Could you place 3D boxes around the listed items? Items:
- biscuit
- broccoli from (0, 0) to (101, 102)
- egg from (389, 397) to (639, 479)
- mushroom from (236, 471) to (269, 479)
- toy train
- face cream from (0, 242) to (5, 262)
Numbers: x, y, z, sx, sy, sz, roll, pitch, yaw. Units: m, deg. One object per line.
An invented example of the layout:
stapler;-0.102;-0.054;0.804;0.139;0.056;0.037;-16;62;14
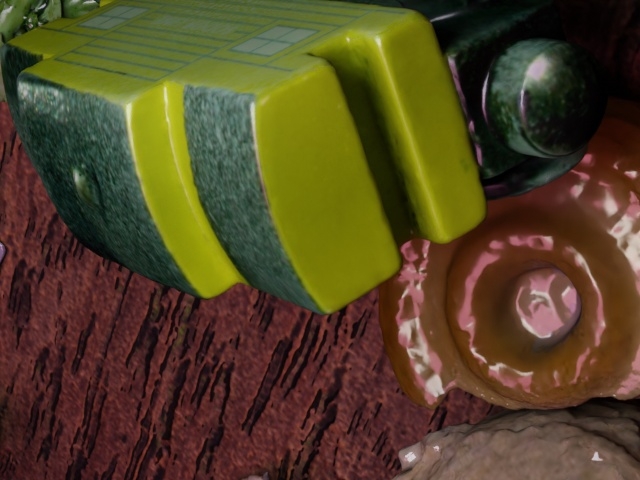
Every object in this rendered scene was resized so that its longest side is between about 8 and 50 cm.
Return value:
biscuit;0.151;0.009;1.060;0.274;0.091;0.213;-13;89;37
broccoli;-0.216;-0.172;1.233;0.195;0.156;0.195;8;147;5
egg;0.160;0.240;1.115;0.279;0.279;0.310;46;136;6
mushroom;-0.083;0.343;1.407;0.189;0.195;0.253;45;137;2
toy train;-0.032;-0.089;0.998;0.442;0.272;0.179;18;133;57
face cream;-0.439;-0.017;1.543;0.274;0.096;0.154;36;116;5
